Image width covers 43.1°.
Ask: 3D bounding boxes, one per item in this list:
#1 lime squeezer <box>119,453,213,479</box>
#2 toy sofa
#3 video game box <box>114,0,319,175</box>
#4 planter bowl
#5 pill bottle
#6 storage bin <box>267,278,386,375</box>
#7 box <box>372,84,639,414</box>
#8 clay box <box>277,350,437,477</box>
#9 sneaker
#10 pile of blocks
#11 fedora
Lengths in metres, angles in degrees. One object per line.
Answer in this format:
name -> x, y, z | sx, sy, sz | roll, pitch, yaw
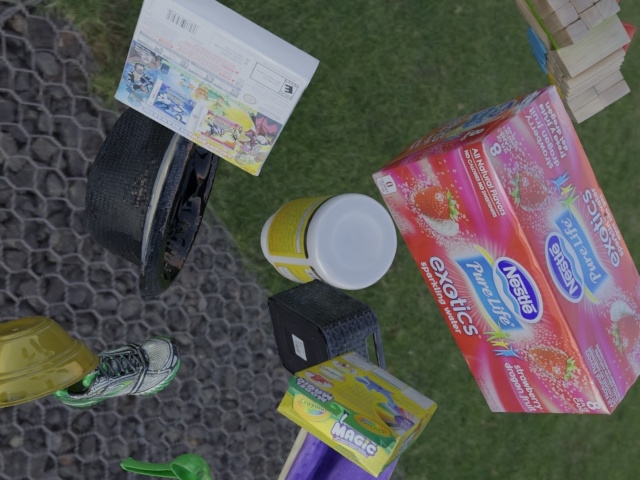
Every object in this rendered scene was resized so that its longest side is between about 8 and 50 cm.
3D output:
lime squeezer -> -0.183, 0.330, 1.026 | 0.110, 0.310, 0.058 | -21, 114, -15
toy sofa -> 0.030, 0.390, 1.336 | 0.362, 0.150, 0.177 | -65, 162, 0
video game box -> -0.128, -0.190, 0.964 | 0.205, 0.187, 0.048 | 29, 48, -7
planter bowl -> -0.460, 0.173, 1.245 | 0.217, 0.217, 0.090 | -21, 105, -40
pill bottle -> 0.000, 0.000, 1.684 | 0.188, 0.334, 0.187 | -1, 91, -26
storage bin -> 0.006, 0.140, 1.150 | 0.084, 0.180, 0.122 | -20, 112, -25
box -> 0.175, 0.014, 0.705 | 0.123, 0.128, 0.256 | -37, 105, -37
clay box -> 0.043, 0.187, 0.896 | 0.053, 0.127, 0.222 | -63, 161, 10
sneaker -> -0.502, 0.326, 1.981 | 0.146, 0.344, 0.134 | 52, 16, -68
pile of blocks -> 0.340, -0.278, 1.050 | 0.113, 0.149, 0.362 | -32, 159, 9
fedora -> -0.266, -0.087, 1.255 | 0.334, 0.153, 0.333 | 17, 90, -89
